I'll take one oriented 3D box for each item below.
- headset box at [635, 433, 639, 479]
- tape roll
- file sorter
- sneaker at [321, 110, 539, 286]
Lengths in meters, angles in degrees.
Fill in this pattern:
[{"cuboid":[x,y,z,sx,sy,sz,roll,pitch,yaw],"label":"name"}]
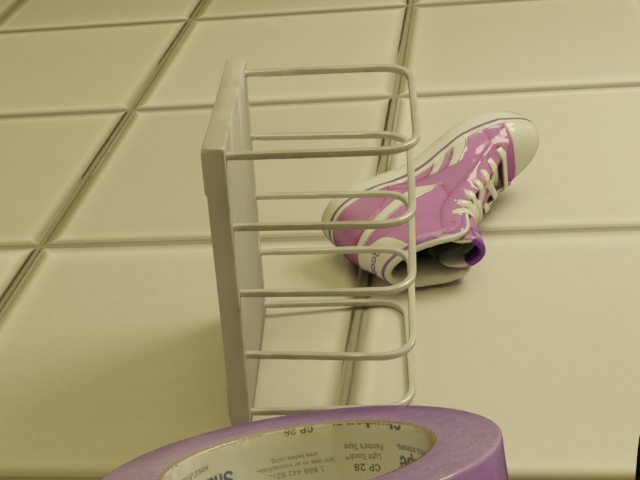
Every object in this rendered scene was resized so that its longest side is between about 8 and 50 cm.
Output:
[{"cuboid":[0.369,0.198,0.634,0.246,0.131,0.283,-10,21,-18],"label":"headset box"},{"cuboid":[-0.010,0.186,0.728,0.275,0.090,0.275,-8,4,1],"label":"tape roll"},{"cuboid":[0.000,0.000,0.978,0.173,0.277,0.193,-1,31,3],"label":"file sorter"},{"cuboid":[0.159,-0.034,1.184,0.282,0.102,0.161,-31,40,-18],"label":"sneaker"}]
